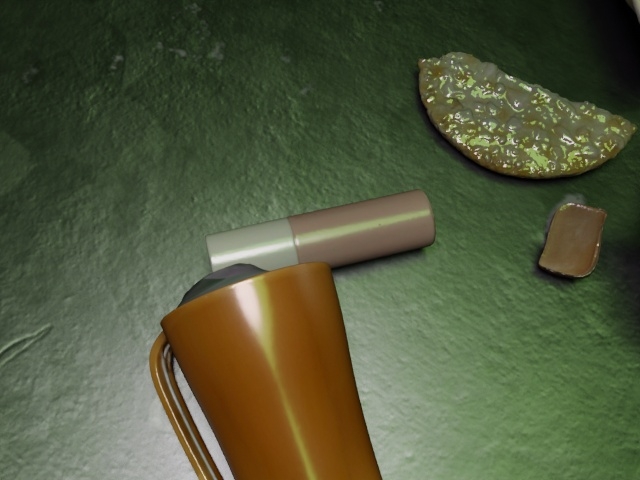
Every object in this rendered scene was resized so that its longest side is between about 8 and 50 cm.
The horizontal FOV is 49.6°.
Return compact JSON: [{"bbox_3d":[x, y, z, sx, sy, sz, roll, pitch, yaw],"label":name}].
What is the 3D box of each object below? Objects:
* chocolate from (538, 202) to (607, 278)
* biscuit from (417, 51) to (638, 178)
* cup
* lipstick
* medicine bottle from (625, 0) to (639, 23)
[{"bbox_3d":[0.303,0.003,0.834,0.065,0.031,0.100,12,64,20],"label":"chocolate"},{"bbox_3d":[0.242,-0.146,0.880,0.290,0.038,0.141,25,71,7],"label":"biscuit"},{"bbox_3d":[-0.059,0.160,0.697,0.226,0.182,0.263,-25,78,23],"label":"cup"},{"bbox_3d":[0.000,0.000,0.795,0.255,0.070,0.070,-13,71,-8],"label":"lipstick"},{"bbox_3d":[0.487,-0.423,0.892,0.236,0.235,0.405,-6,70,-6],"label":"medicine bottle"}]
